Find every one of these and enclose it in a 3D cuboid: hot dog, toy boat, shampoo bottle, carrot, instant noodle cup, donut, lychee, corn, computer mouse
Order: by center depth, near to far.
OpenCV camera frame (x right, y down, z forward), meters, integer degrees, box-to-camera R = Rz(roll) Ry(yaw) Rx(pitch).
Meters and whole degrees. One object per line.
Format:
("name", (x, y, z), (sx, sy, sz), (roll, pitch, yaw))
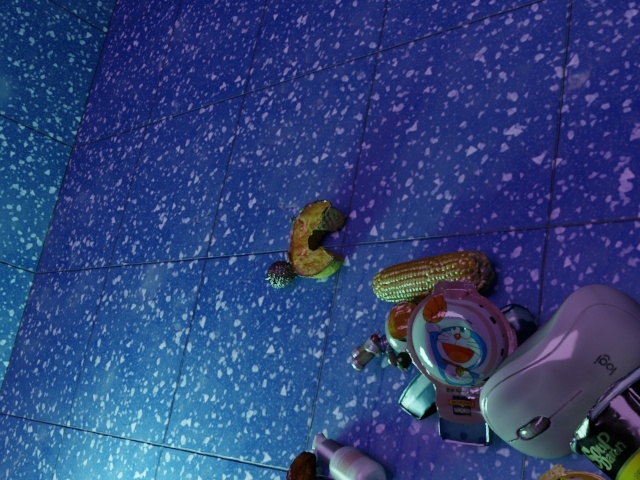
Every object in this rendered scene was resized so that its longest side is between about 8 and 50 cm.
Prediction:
("instant noodle cup", (0.486, 0.293, 1.005), (0.215, 0.216, 0.236), (-51, 51, 15))
("computer mouse", (0.383, 0.208, 1.158), (0.297, 0.184, 0.121), (-47, 6, 7))
("toy boat", (0.252, 0.223, 1.349), (0.299, 0.096, 0.061), (-44, 54, 23))
("carrot", (0.208, 0.150, 1.366), (0.082, 0.173, 0.082), (-24, 61, 53))
("corn", (0.210, 0.075, 1.466), (0.260, 0.091, 0.091), (-14, 64, 46))
("shampoo bottle", (0.047, 0.429, 1.469), (0.192, 0.074, 0.073), (13, 81, 57))
("hot dog", (-0.037, 0.494, 1.519), (0.065, 0.099, 0.147), (1, 65, -2))
("donut", (-0.008, 0.005, 1.735), (0.146, 0.078, 0.181), (-22, 63, 39))
("lychee", (-0.094, 0.078, 1.788), (0.083, 0.068, 0.067), (-11, 62, 22))

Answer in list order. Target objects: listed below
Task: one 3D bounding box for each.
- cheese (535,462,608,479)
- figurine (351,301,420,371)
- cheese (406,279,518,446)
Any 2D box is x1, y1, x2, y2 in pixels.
("cheese", (0.404, 0.442, 1.107), (0.156, 0.064, 0.250), (-47, 57, 20))
("figurine", (0.148, 0.192, 1.474), (0.197, 0.094, 0.147), (-46, 22, 30))
("cheese", (0.232, 0.203, 1.264), (0.189, 0.074, 0.285), (1, 101, 28))
